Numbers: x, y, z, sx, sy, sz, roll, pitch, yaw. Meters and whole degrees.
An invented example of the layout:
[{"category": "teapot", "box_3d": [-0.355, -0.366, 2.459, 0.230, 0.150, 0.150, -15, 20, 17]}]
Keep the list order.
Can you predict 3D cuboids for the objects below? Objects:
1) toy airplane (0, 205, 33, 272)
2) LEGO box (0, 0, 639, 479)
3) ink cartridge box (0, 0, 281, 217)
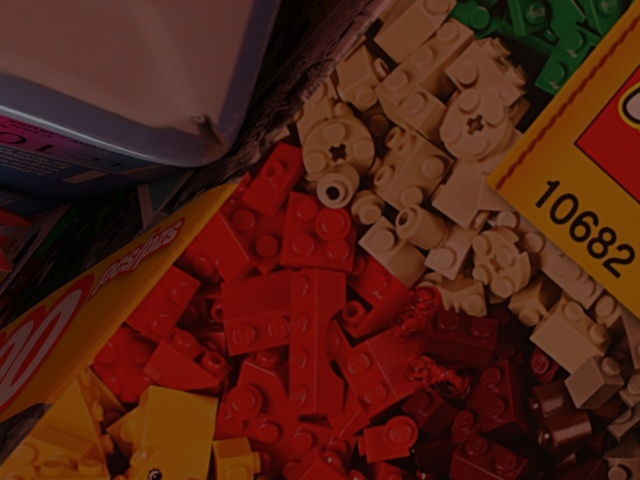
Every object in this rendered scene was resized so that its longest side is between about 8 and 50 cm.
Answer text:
[{"category": "toy airplane", "box_3d": [-0.174, -0.015, 0.655, 0.151, 0.028, 0.151, 15, 171, 2]}, {"category": "LEGO box", "box_3d": [0.000, 0.000, 0.760, 0.193, 0.372, 0.500, 40, 178, -14]}, {"category": "ink cartridge box", "box_3d": [-0.126, -0.155, 0.684, 0.151, 0.270, 0.395, 20, 170, -22]}]
